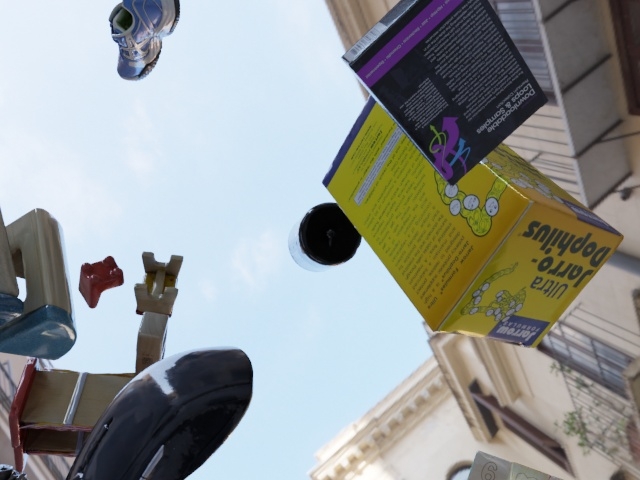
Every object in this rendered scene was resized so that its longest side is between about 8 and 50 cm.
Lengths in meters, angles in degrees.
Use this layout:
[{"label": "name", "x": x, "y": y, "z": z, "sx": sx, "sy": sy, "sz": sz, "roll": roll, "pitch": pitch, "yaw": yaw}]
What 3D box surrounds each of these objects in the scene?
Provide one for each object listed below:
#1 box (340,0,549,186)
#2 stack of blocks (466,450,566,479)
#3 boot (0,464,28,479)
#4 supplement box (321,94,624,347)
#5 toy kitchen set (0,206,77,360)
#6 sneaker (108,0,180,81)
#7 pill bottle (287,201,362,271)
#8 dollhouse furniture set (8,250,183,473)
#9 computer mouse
[{"label": "box", "x": 0.110, "y": -0.135, "z": 0.533, "sx": 0.116, "sy": 0.029, "sz": 0.162, "roll": -42, "pitch": -56, "yaw": 9}, {"label": "stack of blocks", "x": 0.318, "y": 0.348, "z": 0.698, "sx": 0.087, "sy": 0.297, "sz": 0.171, "roll": -63, "pitch": -38, "yaw": -22}, {"label": "boot", "x": -0.288, "y": 0.307, "z": 0.520, "sx": 0.263, "sy": 0.091, "sz": 0.229, "roll": 22, "pitch": -108, "yaw": -39}, {"label": "supplement box", "x": 0.186, "y": -0.048, "z": 0.872, "sx": 0.194, "sy": 0.356, "sz": 0.195, "roll": 14, "pitch": -62, "yaw": -35}, {"label": "toy kitchen set", "x": -0.225, "y": 0.051, "z": 0.264, "sx": 0.166, "sy": 0.122, "sz": 0.207, "roll": -27, "pitch": -27, "yaw": 17}, {"label": "sneaker", "x": -0.281, "y": -0.315, "z": 0.946, "sx": 0.081, "sy": 0.211, "sz": 0.080, "roll": -7, "pitch": -108, "yaw": -33}, {"label": "pill bottle", "x": 0.000, "y": 0.000, "z": 1.261, "sx": 0.123, "sy": 0.219, "sz": 0.122, "roll": 1, "pitch": -97, "yaw": -11}, {"label": "dollhouse furniture set", "x": -0.360, "y": 0.190, "z": 1.059, "sx": 0.201, "sy": 0.374, "sz": 0.152, "roll": 8, "pitch": -49, "yaw": -10}, {"label": "computer mouse", "x": -0.145, "y": 0.186, "z": 0.440, "sx": 0.262, "sy": 0.184, "sz": 0.060, "roll": -43, "pitch": -57, "yaw": -2}]
